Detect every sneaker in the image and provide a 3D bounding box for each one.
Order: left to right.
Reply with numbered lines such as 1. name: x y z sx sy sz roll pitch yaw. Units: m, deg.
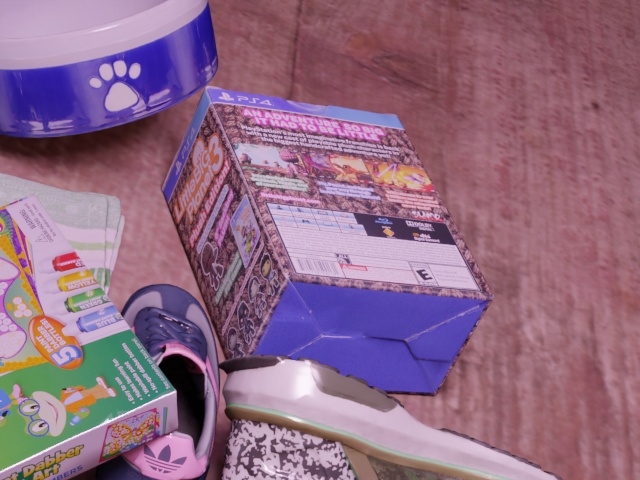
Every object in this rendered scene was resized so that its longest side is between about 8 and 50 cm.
1. sneaker: -0.127 0.120 1.542 0.112 0.131 0.319 16 35 -14
2. sneaker: 0.064 0.247 1.537 0.410 0.158 0.182 27 74 -23

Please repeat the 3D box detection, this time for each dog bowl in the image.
1. dog bowl: -0.240 -0.203 1.813 0.265 0.104 0.265 -9 24 4

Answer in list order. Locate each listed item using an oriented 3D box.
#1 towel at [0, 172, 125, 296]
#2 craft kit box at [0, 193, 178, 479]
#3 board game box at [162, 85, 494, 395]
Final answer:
1. towel: -0.303 0.030 1.603 0.248 0.038 0.325 13 32 -12
2. craft kit box: -0.279 0.099 1.398 0.246 0.061 0.250 -26 54 -21
3. board game box: 0.000 0.000 1.782 0.232 0.141 0.291 7 39 -28
